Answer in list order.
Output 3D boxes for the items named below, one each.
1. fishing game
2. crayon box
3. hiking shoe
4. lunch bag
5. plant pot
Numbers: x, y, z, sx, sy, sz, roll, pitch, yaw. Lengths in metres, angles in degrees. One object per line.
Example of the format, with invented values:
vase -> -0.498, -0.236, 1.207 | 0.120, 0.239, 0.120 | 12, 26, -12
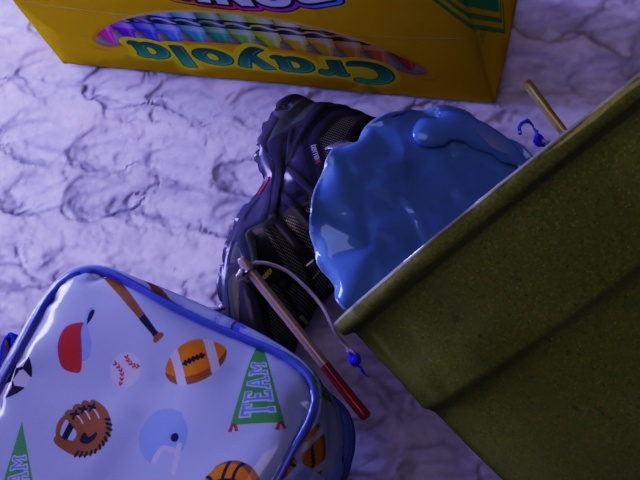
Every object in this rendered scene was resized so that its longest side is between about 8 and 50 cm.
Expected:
fishing game -> 0.079, -0.004, 1.046 | 0.264, 0.041, 0.189 | -36, 80, -20
crayon box -> -0.065, -0.221, 1.052 | 0.362, 0.313, 0.106 | 7, 69, 17
hiking shoe -> 0.000, 0.000, 1.079 | 0.114, 0.086, 0.227 | 5, 71, 20
lunch bag -> -0.131, 0.171, 0.972 | 0.243, 0.115, 0.303 | 22, 76, 24
plant pot -> 0.259, 0.073, 0.851 | 0.366, 0.366, 0.353 | -38, 86, -1
